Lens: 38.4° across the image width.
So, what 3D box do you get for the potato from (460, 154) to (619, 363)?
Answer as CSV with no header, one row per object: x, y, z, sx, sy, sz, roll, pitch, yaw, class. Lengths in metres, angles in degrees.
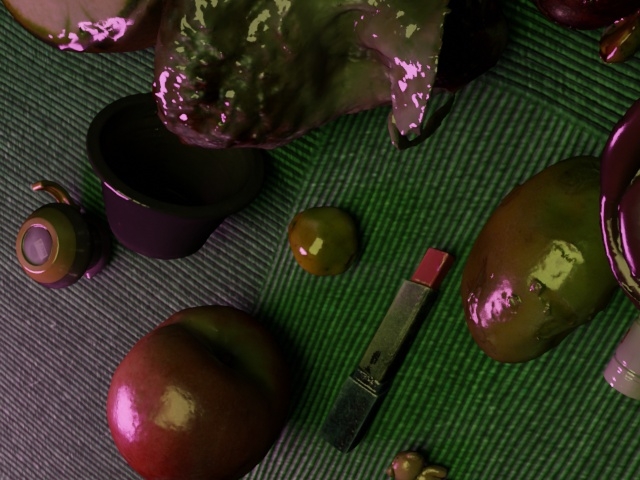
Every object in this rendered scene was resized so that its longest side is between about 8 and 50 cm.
0.242,0.024,0.995,0.149,0.186,0.253,30,110,6,potato

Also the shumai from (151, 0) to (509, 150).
0.036,-0.255,1.016,0.348,0.395,0.395,18,109,5,shumai

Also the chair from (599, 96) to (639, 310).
0.370,-0.040,0.784,0.227,0.401,0.226,5,100,29,chair

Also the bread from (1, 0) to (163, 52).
-0.307,-0.445,1.257,0.382,0.129,0.366,33,116,22,bread

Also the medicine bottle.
0.360,0.126,1.020,0.057,0.057,0.089,32,113,21,medicine bottle

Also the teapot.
-0.393,-0.009,1.393,0.130,0.119,0.165,-16,83,23,teapot

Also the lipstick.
0.089,0.137,1.185,0.051,0.051,0.312,34,112,21,lipstick

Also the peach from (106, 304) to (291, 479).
-0.162,0.215,1.229,0.252,0.252,0.252,6,102,29,peach

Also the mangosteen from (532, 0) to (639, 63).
0.298,-0.280,0.932,0.166,0.166,0.180,-37,106,30,mangosteen

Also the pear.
0.000,0.000,1.188,0.097,0.092,0.092,27,111,23,pear

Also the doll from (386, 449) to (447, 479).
0.133,0.311,1.189,0.093,0.051,0.061,45,111,14,doll

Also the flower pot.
-0.203,-0.071,1.237,0.235,0.235,0.148,42,137,17,flower pot
